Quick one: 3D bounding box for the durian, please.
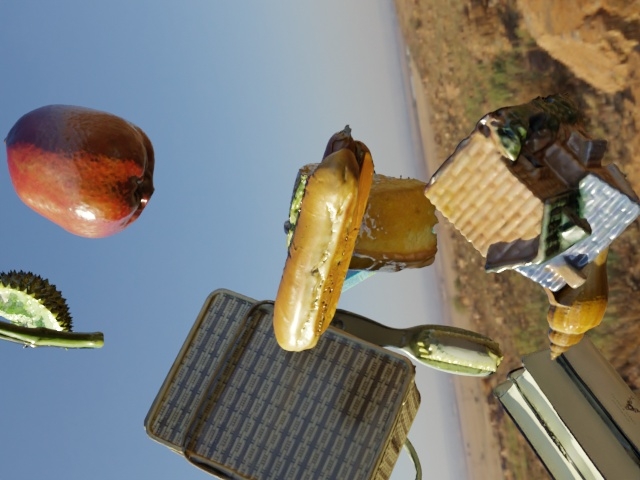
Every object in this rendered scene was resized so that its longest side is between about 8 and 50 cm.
[{"bbox_3d":[-0.499,0.103,1.253,0.100,0.215,0.086,-59,14,1],"label":"durian"}]

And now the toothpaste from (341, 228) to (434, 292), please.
[{"bbox_3d":[0.100,0.031,1.525,0.065,0.267,0.050,60,-178,29],"label":"toothpaste"}]

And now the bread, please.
[{"bbox_3d":[0.039,-0.034,1.045,0.139,0.229,0.143,-12,-69,-54],"label":"bread"}]

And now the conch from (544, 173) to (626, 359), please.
[{"bbox_3d":[0.441,0.046,1.267,0.093,0.109,0.330,9,-81,-66],"label":"conch"}]

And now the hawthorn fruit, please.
[{"bbox_3d":[-0.493,-0.151,1.578,0.311,0.295,0.295,36,-146,-31],"label":"hawthorn fruit"}]

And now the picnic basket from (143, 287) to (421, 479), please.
[{"bbox_3d":[-0.049,0.219,0.995,0.228,0.313,0.175,-63,-20,-17],"label":"picnic basket"}]

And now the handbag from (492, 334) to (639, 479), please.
[{"bbox_3d":[0.554,0.377,1.513,0.358,0.237,0.160,59,143,30],"label":"handbag"}]

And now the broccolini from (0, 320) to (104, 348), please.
[{"bbox_3d":[-0.335,0.086,0.766,0.239,0.054,0.051,18,-136,-32],"label":"broccolini"}]

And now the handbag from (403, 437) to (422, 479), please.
[{"bbox_3d":[0.027,0.280,1.178,0.315,0.241,0.109,45,146,0],"label":"handbag"}]

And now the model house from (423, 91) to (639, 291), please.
[{"bbox_3d":[0.231,-0.037,0.790,0.183,0.166,0.172,-12,-120,-51],"label":"model house"}]

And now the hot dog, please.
[{"bbox_3d":[0.000,0.000,0.727,0.092,0.062,0.235,-38,-34,-63],"label":"hot dog"}]

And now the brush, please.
[{"bbox_3d":[0.144,0.146,1.076,0.060,0.297,0.068,161,120,-69],"label":"brush"}]
